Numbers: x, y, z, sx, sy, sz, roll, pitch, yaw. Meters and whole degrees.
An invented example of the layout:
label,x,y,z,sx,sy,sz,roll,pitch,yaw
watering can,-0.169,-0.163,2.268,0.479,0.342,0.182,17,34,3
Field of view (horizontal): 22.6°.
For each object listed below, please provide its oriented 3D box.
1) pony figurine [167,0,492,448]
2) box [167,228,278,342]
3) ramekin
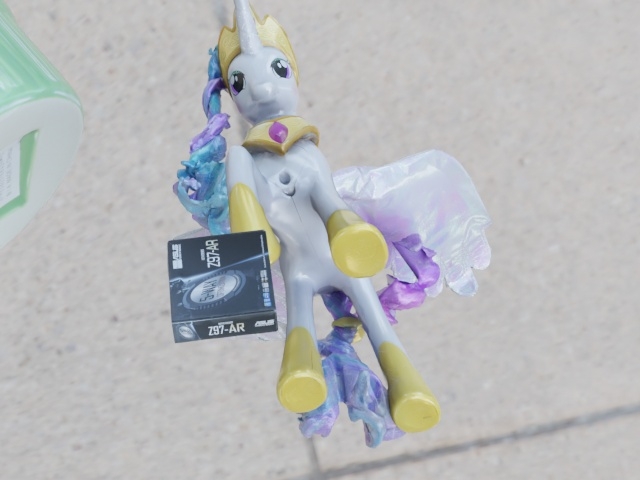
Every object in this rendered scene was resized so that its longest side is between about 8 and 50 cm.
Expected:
label,x,y,z,sx,sy,sz,roll,pitch,yaw
pony figurine,0.000,0.000,1.354,0.363,0.303,0.351,-107,177,-50
box,-0.064,0.029,1.030,0.067,0.018,0.083,-6,40,-2
ramekin,-0.372,-0.088,1.543,0.148,0.303,0.303,43,53,14
